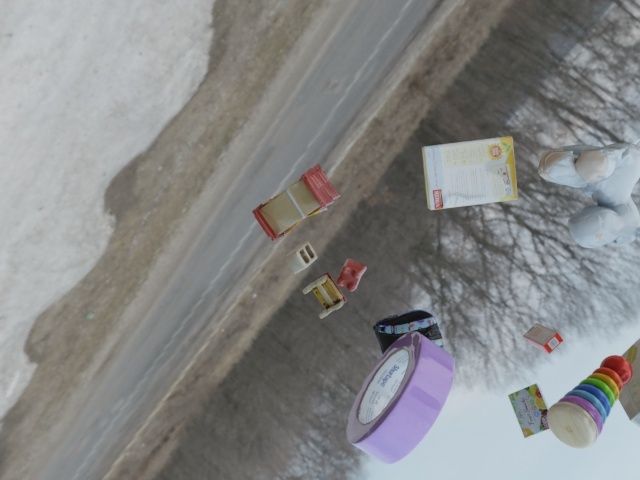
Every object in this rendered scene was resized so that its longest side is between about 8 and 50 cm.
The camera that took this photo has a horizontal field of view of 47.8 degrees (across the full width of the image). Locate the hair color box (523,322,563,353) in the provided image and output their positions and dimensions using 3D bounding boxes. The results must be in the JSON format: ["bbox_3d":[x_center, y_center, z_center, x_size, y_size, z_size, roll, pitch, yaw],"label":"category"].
[{"bbox_3d":[0.768,0.337,2.495,0.072,0.043,0.141,-42,-166,-4],"label":"hair color box"}]

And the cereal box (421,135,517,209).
[{"bbox_3d":[0.399,-0.181,1.935,0.240,0.173,0.047,-6,-173,0],"label":"cereal box"}]

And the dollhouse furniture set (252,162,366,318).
[{"bbox_3d":[0.000,0.000,2.036,0.201,0.374,0.152,-32,-176,22],"label":"dollhouse furniture set"}]

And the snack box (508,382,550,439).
[{"bbox_3d":[0.648,0.523,2.208,0.100,0.141,0.037,-30,145,22],"label":"snack box"}]

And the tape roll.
[{"bbox_3d":[0.167,0.332,1.540,0.275,0.090,0.275,-55,-173,10],"label":"tape roll"}]

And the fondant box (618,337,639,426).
[{"bbox_3d":[1.042,0.382,2.188,0.330,0.096,0.238,-52,-164,22],"label":"fondant box"}]

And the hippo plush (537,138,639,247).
[{"bbox_3d":[0.650,-0.105,1.695,0.294,0.237,0.234,-12,-169,-26],"label":"hippo plush"}]

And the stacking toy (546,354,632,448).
[{"bbox_3d":[0.768,0.430,1.999,0.330,0.141,0.141,-30,165,-36],"label":"stacking toy"}]

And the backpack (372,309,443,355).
[{"bbox_3d":[0.249,0.263,1.927,0.173,0.158,0.117,-24,167,22],"label":"backpack"}]
